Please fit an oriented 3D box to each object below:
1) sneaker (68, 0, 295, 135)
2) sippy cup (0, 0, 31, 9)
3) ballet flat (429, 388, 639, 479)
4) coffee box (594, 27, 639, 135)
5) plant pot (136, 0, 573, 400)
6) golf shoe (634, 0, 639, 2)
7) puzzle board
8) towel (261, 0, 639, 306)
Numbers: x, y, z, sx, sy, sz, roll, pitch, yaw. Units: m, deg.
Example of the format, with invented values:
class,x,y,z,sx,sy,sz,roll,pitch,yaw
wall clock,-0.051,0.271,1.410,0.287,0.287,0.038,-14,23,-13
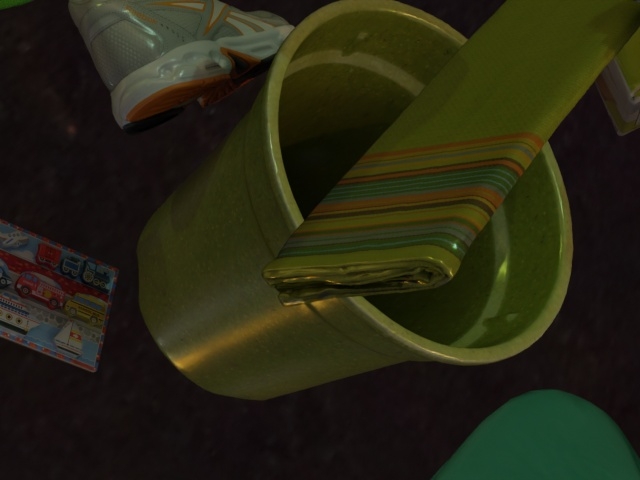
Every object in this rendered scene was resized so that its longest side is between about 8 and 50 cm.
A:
class,x,y,z,sx,sy,sz,roll,pitch,yaw
sneaker,-0.100,-0.168,1.308,0.099,0.262,0.121,-31,90,22
sippy cup,-0.195,-0.262,0.722,0.305,0.224,0.240,42,119,32
ballet flat,0.032,0.108,0.252,0.087,0.247,0.083,-26,110,43
coffee box,0.363,-0.328,1.555,0.338,0.334,0.337,-24,85,8
plant pot,0.000,0.000,1.265,0.276,0.276,0.254,49,135,-10
golf shoe,0.226,-0.123,0.760,0.176,0.069,0.086,-27,106,-5
puzzle board,-0.225,0.041,1.359,0.128,0.096,0.011,24,145,-26
towel,0.074,-0.052,0.759,0.102,0.237,0.021,-4,124,44
